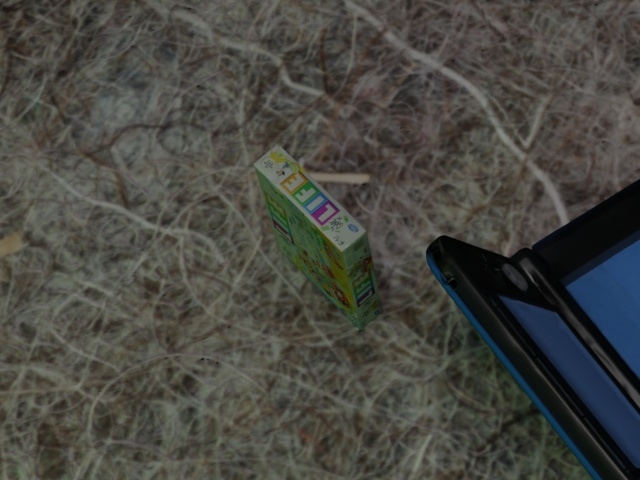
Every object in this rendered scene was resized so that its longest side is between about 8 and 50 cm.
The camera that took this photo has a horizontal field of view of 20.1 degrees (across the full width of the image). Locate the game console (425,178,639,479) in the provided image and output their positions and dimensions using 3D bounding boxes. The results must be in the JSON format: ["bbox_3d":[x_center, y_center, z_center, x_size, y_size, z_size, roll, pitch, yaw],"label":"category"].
[{"bbox_3d":[0.260,0.074,1.351,0.173,0.250,0.293,-45,65,15],"label":"game console"}]

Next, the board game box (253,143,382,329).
[{"bbox_3d":[0.000,0.000,1.418,0.026,0.154,0.103,-40,66,-12],"label":"board game box"}]
